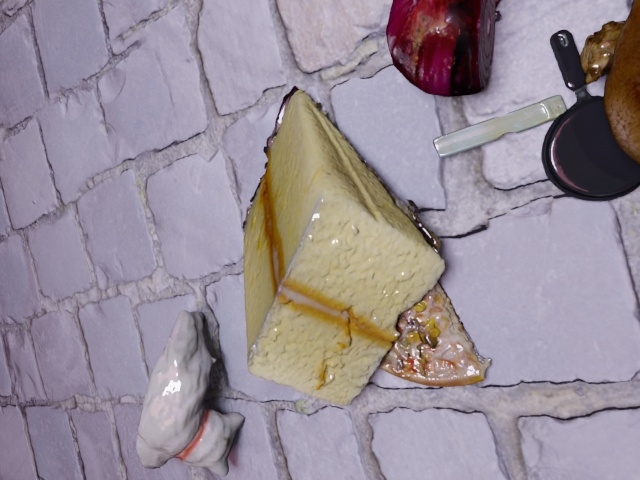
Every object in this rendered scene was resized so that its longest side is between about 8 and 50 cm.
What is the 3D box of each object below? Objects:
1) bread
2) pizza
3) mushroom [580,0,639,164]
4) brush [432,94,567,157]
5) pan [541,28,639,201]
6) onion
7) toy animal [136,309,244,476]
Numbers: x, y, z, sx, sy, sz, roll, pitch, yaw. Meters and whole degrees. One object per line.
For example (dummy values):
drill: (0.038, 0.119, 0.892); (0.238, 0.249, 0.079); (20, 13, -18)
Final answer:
bread: (0.000, 0.000, 0.754); (0.346, 0.242, 0.405); (-55, 30, 30)
pizza: (0.169, 0.139, 0.688); (0.185, 0.052, 0.195); (-3, 94, 25)
mushroom: (0.428, -0.204, 0.439); (0.278, 0.163, 0.297); (14, 95, 24)
brush: (0.254, -0.160, 0.622); (0.178, 0.030, 0.033); (-17, 81, 18)
pan: (0.347, -0.166, 0.561); (0.136, 0.028, 0.235); (-19, 87, 20)
onion: (0.153, -0.295, 0.549); (0.139, 0.218, 0.195); (17, 96, 26)
toy animal: (-0.247, 0.316, 0.883); (0.188, 0.266, 0.308); (14, 60, 12)
